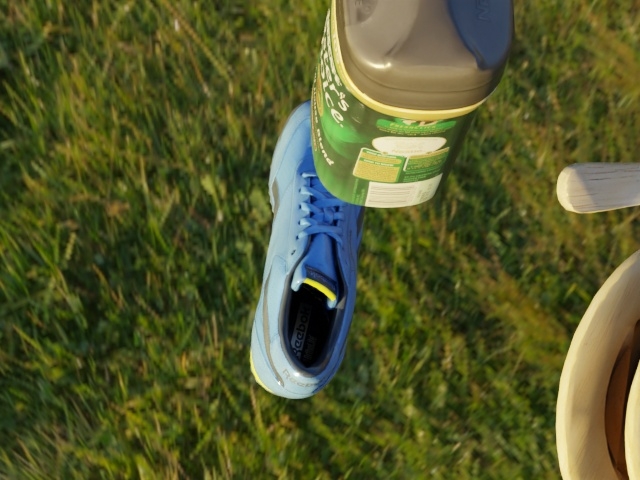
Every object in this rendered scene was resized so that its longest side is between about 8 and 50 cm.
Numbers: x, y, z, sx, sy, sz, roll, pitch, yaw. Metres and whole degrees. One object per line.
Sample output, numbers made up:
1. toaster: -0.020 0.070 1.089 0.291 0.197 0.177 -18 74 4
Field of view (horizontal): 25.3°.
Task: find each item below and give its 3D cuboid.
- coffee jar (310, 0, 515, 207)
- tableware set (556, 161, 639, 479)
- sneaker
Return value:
1. coffee jar: 0.040 -0.086 0.690 0.079 0.184 0.096 1 73 -5
2. tableware set: 0.147 0.036 0.375 0.194 0.039 0.128 -7 100 -30
3. sneaker: 0.000 0.000 0.935 0.069 0.082 0.209 11 75 -12
